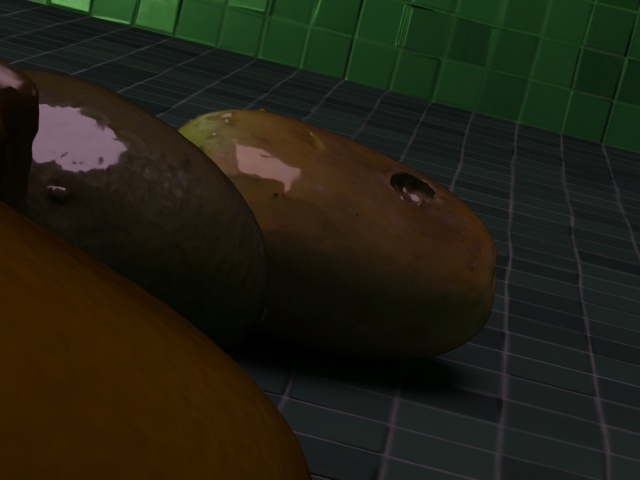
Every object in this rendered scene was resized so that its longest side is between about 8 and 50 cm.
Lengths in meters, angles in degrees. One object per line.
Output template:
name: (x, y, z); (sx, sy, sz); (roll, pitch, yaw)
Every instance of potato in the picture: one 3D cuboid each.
potato: (0.000, 0.000, 1.196); (0.234, 0.146, 0.150); (24, 52, -20)
potato: (-0.127, -0.003, 1.002); (0.235, 0.160, 0.178); (27, 17, -46)

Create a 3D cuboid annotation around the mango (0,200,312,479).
mango: (-0.192, 0.056, 0.459); (0.445, 0.232, 0.300); (17, 1, -33)

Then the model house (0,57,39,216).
model house: (-0.229, -0.013, 0.795); (0.219, 0.199, 0.229); (18, 12, 8)
